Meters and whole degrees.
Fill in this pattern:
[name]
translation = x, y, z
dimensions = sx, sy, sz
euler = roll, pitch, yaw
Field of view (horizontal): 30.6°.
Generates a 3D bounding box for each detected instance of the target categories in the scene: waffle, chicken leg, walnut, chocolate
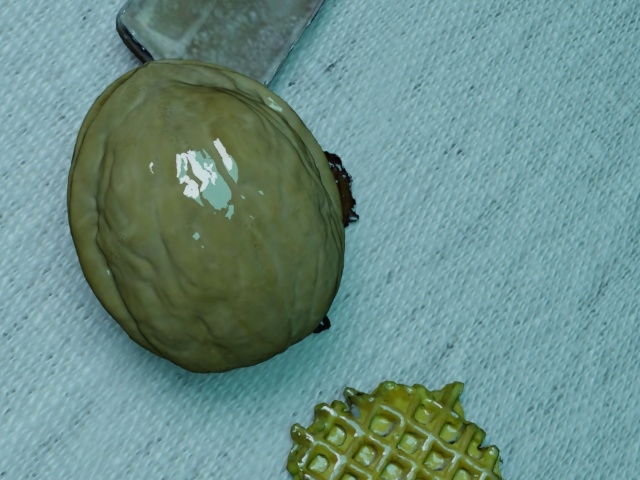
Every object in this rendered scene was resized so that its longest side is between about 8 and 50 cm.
[waffle]
translation = 0.088, 0.273, 1.264
dimensions = 0.254, 0.052, 0.245
euler = -8, 77, -17
[chicken leg]
translation = -0.006, -0.004, 1.310
dimensions = 0.093, 0.053, 0.205
euler = 25, 74, -24
[walnut]
translation = -0.116, -0.028, 1.154
dimensions = 0.252, 0.277, 0.313
euler = -19, 111, 12
[chocolate]
translation = -0.098, -0.289, 1.326
dimensions = 0.185, 0.100, 0.303
euler = 36, 72, -16
